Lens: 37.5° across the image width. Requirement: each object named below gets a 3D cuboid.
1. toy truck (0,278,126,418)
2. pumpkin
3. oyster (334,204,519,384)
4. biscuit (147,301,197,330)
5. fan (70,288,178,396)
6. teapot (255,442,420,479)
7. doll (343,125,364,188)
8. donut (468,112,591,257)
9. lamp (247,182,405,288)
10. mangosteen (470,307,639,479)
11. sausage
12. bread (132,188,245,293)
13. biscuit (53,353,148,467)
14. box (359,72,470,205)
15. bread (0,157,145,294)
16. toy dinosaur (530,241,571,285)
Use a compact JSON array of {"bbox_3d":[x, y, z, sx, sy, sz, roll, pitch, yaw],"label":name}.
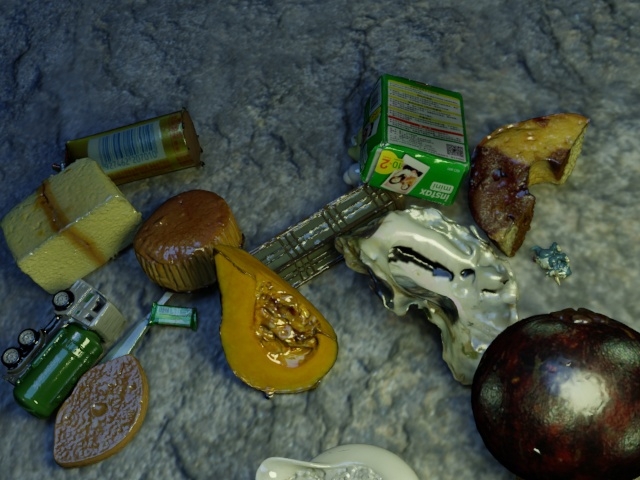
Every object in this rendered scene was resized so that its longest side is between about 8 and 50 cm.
[{"bbox_3d":[-0.458,0.194,1.677,0.125,0.101,0.242,27,69,27],"label":"toy truck"},{"bbox_3d":[-0.108,0.137,1.570,0.163,0.278,0.111,-49,10,14],"label":"pumpkin"},{"bbox_3d":[0.175,0.070,1.542,0.351,0.114,0.238,30,50,16],"label":"oyster"},{"bbox_3d":[-0.263,0.136,1.695,0.089,0.016,0.046,5,67,5],"label":"biscuit"},{"bbox_3d":[-0.341,0.188,1.694,0.057,0.023,0.282,28,69,33],"label":"fan"},{"bbox_3d":[0.064,0.390,1.346,0.300,0.166,0.208,3,45,31],"label":"teapot"},{"bbox_3d":[0.098,-0.160,1.776,0.106,0.062,0.162,1,57,23],"label":"doll"},{"bbox_3d":[0.332,-0.098,1.627,0.151,0.112,0.295,23,61,34],"label":"donut"},{"bbox_3d":[0.000,0.000,1.677,0.325,0.090,0.089,-31,52,-7],"label":"lamp"},{"bbox_3d":[0.348,0.235,1.305,0.288,0.288,0.288,-8,54,12],"label":"mangosteen"},{"bbox_3d":[-0.395,-0.171,1.907,0.317,0.125,0.117,-12,52,13],"label":"sausage"},{"bbox_3d":[-0.245,-0.005,1.731,0.199,0.104,0.199,-10,43,9],"label":"bread"},{"bbox_3d":[-0.372,0.294,1.613,0.142,0.029,0.220,21,66,18],"label":"biscuit"},{"bbox_3d":[0.166,-0.184,1.681,0.180,0.103,0.250,14,43,-8],"label":"box"},{"bbox_3d":[-0.482,-0.037,1.828,0.240,0.135,0.178,-36,49,-4],"label":"bread"},{"bbox_3d":[0.384,0.034,1.568,0.047,0.030,0.083,-26,52,-4],"label":"toy dinosaur"}]
